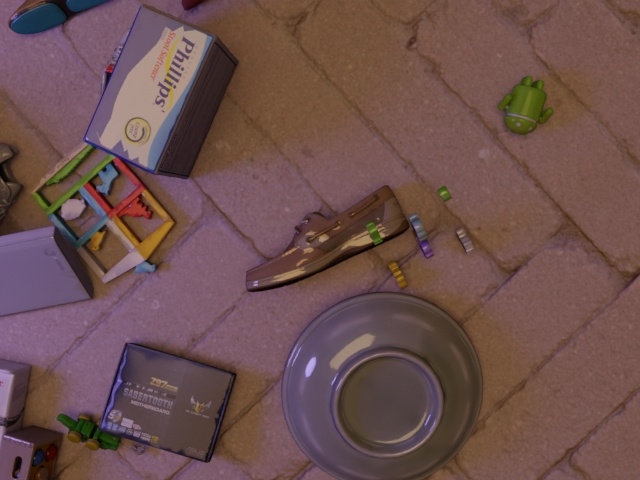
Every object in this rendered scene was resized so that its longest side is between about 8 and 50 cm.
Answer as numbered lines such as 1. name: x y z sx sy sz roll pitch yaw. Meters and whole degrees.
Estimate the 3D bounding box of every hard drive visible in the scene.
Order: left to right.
1. hard drive: -0.630 0.074 1.780 0.307 0.203 0.040 -11 50 4

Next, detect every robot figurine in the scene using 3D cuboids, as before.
1. robot figurine: 0.396 -0.258 1.756 0.101 0.067 0.115 17 93 -9

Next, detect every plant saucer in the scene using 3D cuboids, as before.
1. plant saucer: 0.125 0.303 1.747 0.400 0.100 0.401 -1 99 -3

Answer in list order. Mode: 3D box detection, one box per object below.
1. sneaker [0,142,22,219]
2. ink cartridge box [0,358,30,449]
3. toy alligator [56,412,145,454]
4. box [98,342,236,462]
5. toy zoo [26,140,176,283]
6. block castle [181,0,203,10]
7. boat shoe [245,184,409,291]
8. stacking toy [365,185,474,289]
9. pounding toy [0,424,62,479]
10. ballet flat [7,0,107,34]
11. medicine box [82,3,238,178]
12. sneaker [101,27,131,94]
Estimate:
1. sneaker: -0.661 -0.074 1.817 0.120 0.099 0.263 0 93 -1
2. ink cartridge box: -0.699 0.355 1.828 0.171 0.100 0.237 11 94 3
3. toy alligator: -0.449 0.404 1.844 0.189 0.056 0.051 24 138 -4
4. box: -0.304 0.322 1.812 0.232 0.059 0.184 17 83 2
5. toy zoo: -0.428 -0.051 1.833 0.192 0.030 0.293 -41 89 4
6. block castle: -0.306 -0.680 1.672 0.212 0.303 0.454 -23 91 -2
7. boat shoe: 0.000 0.000 1.772 0.341 0.121 0.110 -24 86 -6
8. stacking toy: 0.192 -0.004 1.718 0.166 0.221 0.052 -28 54 4
9. pounding toy: -0.573 0.458 1.819 0.100 0.130 0.141 12 91 13
10. ballet flat: -0.517 -0.481 1.814 0.232 0.080 0.073 -20 63 2
11. medicine box: -0.286 -0.265 1.687 0.149 0.289 0.264 24 93 2
12. sneaker: -0.394 -0.348 1.798 0.057 0.075 0.161 21 93 3
